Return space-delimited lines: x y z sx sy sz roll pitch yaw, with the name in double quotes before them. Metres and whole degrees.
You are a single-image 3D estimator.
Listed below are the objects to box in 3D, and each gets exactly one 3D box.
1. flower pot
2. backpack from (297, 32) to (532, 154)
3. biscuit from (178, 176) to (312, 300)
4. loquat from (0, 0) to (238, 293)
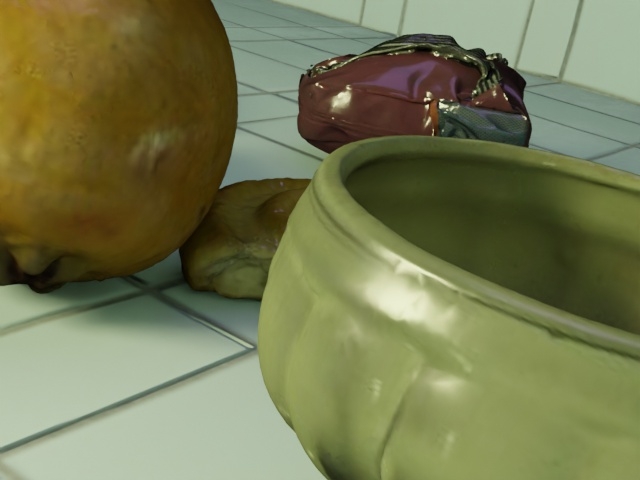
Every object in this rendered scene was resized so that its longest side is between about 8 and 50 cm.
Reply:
"flower pot" 0.112 0.101 0.471 0.308 0.244 0.307 11 21 -4
"backpack" 0.125 -0.186 1.297 0.317 0.197 0.283 12 22 6
"biscuit" 0.000 -0.001 0.902 0.274 0.091 0.213 3 24 -15
"loquat" -0.227 -0.116 0.771 0.329 0.328 0.328 10 20 -4
